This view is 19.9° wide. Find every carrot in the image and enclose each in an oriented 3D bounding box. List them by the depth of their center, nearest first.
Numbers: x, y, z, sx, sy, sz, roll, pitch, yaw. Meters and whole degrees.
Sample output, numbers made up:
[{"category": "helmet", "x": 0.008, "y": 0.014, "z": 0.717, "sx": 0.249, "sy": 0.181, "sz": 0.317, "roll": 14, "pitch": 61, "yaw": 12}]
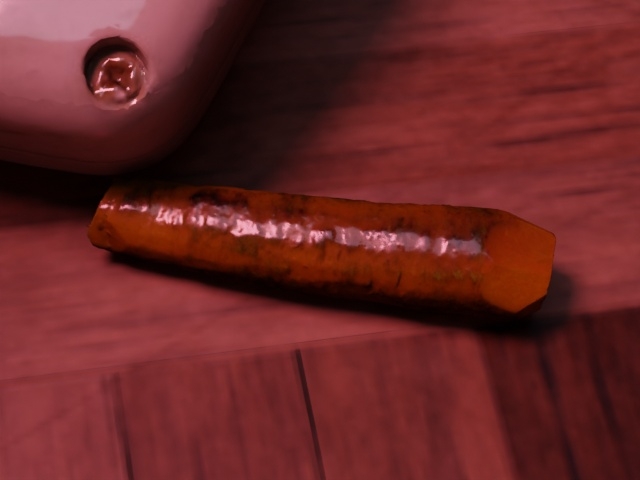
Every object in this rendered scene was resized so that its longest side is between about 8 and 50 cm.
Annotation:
[{"category": "carrot", "x": 0.000, "y": 0.000, "z": 0.674, "sx": 0.170, "sy": 0.042, "sz": 0.042, "roll": 8, "pitch": 56, "yaw": 3}]

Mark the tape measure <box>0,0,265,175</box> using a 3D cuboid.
[{"category": "tape measure", "x": -0.129, "y": -0.168, "z": 0.679, "sx": 0.265, "sy": 0.130, "sz": 0.258, "roll": 13, "pitch": 78, "yaw": 1}]
